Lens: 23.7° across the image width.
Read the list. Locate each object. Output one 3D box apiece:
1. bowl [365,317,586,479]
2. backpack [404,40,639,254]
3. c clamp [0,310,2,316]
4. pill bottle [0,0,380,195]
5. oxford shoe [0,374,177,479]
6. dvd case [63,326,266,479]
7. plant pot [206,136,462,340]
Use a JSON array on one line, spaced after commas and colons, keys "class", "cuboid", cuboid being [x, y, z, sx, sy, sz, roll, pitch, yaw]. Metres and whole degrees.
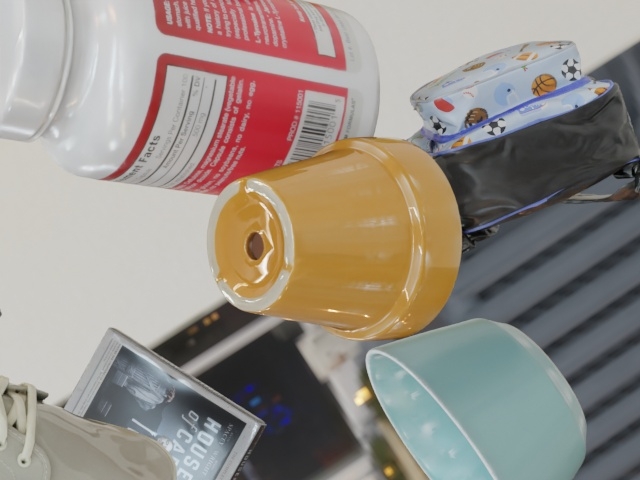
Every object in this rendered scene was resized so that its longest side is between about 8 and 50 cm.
[{"class": "bowl", "cuboid": [0.212, 0.219, 1.898, 0.311, 0.163, 0.311, 51, 167, 17]}, {"class": "backpack", "cuboid": [0.215, -0.114, 1.786, 0.263, 0.277, 0.213, 177, 76, -81]}, {"class": "c clamp", "cuboid": [-0.360, 0.022, 1.589, 0.137, 0.022, 0.160, 33, 136, 58]}, {"class": "pill bottle", "cuboid": [-0.158, -0.169, 1.624, 0.229, 0.408, 0.229, -16, 71, 55]}, {"class": "oxford shoe", "cuboid": [-0.335, 0.189, 1.479, 0.449, 0.130, 0.169, 17, -149, -26]}, {"class": "dvd case", "cuboid": [-0.209, 0.244, 1.908, 0.239, 0.179, 0.029, 30, -177, 18]}, {"class": "plant pot", "cuboid": [0.000, 0.000, 1.485, 0.205, 0.188, 0.205, 3, 94, 47]}]
